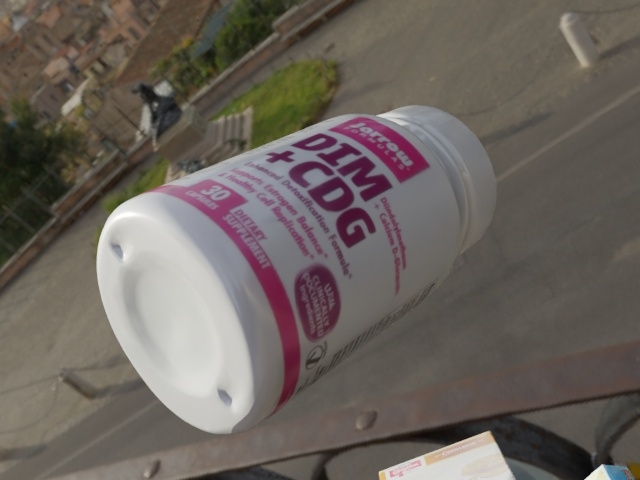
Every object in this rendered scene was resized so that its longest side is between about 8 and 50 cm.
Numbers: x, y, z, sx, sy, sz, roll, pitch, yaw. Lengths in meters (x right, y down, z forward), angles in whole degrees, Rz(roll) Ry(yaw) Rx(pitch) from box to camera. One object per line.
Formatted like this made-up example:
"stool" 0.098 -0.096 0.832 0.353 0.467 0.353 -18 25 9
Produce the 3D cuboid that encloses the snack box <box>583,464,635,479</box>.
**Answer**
"snack box" 0.381 0.504 1.100 0.322 0.060 0.187 -58 32 33

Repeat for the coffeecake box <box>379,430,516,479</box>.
"coffeecake box" 0.147 0.296 0.782 0.142 0.068 0.185 -22 13 4

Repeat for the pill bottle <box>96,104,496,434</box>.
"pill bottle" 0.000 0.000 0.537 0.160 0.160 0.283 -8 16 46
